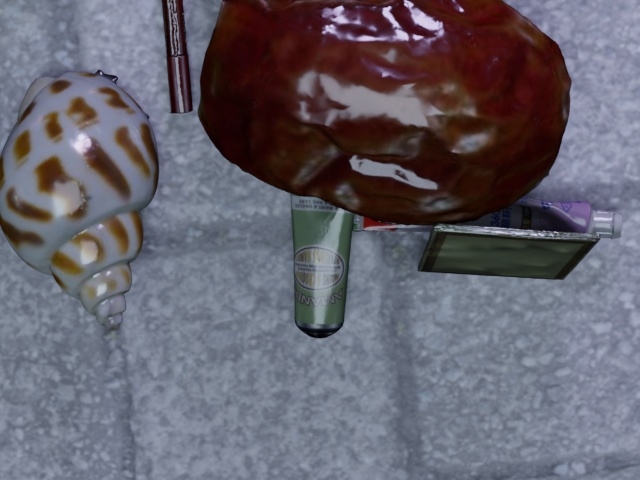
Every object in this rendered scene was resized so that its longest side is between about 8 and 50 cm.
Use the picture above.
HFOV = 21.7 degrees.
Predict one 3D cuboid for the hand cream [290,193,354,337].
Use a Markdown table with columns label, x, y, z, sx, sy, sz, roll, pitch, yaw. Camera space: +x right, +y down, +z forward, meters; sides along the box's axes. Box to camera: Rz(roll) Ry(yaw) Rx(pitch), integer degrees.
| label | x | y | z | sx | sy | sz | roll | pitch | yaw |
| --- | --- | --- | --- | --- | --- | --- | --- | --- | --- |
| hand cream | 0.000 | 0.000 | 1.877 | 0.086 | 0.055 | 0.235 | 5 | 103 | 10 |

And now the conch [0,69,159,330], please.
| label | x | y | z | sx | sy | sz | roll | pitch | yaw |
| --- | --- | --- | --- | --- | --- | --- | --- | --- | --- |
| conch | -0.262 | -0.042 | 1.816 | 0.183 | 0.149 | 0.275 | -17 | 103 | 10 |

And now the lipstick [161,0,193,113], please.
| label | x | y | z | sx | sy | sz | roll | pitch | yaw |
| --- | --- | --- | --- | --- | --- | --- | --- | --- | --- |
| lipstick | -0.158 | -0.227 | 1.825 | 0.027 | 0.027 | 0.176 | -3 | 105 | 2 |

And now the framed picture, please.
| label | x | y | z | sx | sy | sz | roll | pitch | yaw |
| --- | --- | --- | --- | --- | --- | --- | --- | --- | --- |
| framed picture | 0.196 | 0.015 | 1.797 | 0.173 | 0.231 | 0.010 | 4 | 79 | -2 |

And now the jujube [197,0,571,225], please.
| label | x | y | z | sx | sy | sz | roll | pitch | yaw |
| --- | --- | --- | --- | --- | --- | --- | --- | --- | --- |
| jujube | 0.069 | -0.156 | 1.724 | 0.377 | 0.276 | 0.276 | 7 | 107 | 0 |

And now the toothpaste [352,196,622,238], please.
| label | x | y | z | sx | sy | sz | roll | pitch | yaw |
| --- | --- | --- | --- | --- | --- | --- | --- | --- | --- |
| toothpaste | 0.185 | -0.033 | 1.864 | 0.301 | 0.048 | 0.075 | 6 | 125 | 7 |
